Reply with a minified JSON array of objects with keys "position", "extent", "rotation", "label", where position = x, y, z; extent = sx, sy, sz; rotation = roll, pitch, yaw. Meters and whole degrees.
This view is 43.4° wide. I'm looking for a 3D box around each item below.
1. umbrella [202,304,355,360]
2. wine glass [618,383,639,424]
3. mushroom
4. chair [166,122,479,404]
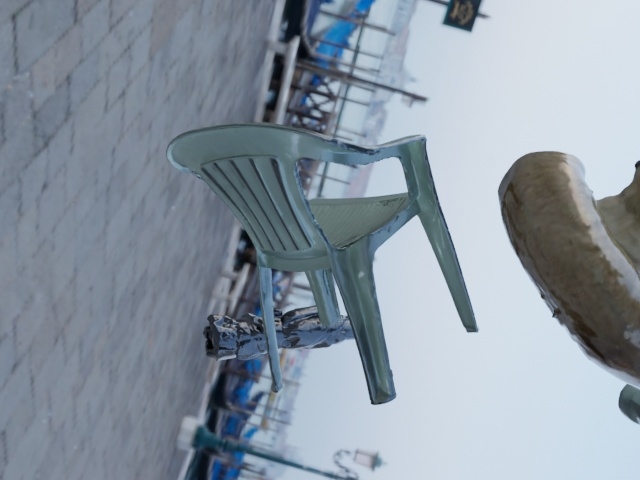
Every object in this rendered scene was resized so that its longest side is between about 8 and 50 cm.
[{"position":[-0.038,0.122,1.081],"extent":[0.066,0.236,0.059],"rotation":[114,-34,-49],"label":"umbrella"},{"position":[0.510,0.266,1.207],"extent":[0.155,0.073,0.073],"rotation":[-97,-157,-79],"label":"wine glass"},{"position":[0.260,0.045,0.597],"extent":[0.151,0.286,0.156],"rotation":[-80,-163,-47],"label":"mushroom"},{"position":[0.000,0.000,0.738],"extent":[0.190,0.203,0.274],"rotation":[-36,114,-47],"label":"chair"}]
